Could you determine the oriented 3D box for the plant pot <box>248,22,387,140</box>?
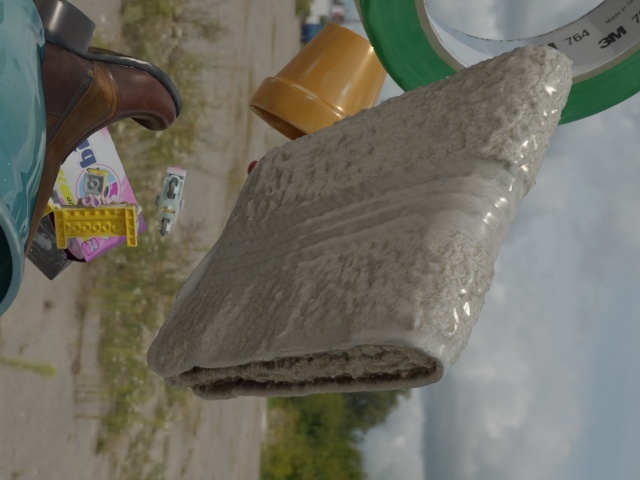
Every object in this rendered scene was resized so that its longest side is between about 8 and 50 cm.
[{"bbox_3d":[0.015,-0.249,1.648,0.188,0.205,0.205,-57,180,-2],"label":"plant pot"}]

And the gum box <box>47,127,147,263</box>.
[{"bbox_3d":[-0.330,-0.077,1.371,0.062,0.107,0.188,4,-60,48],"label":"gum box"}]

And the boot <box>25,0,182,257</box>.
[{"bbox_3d":[-0.269,-0.079,1.035,0.280,0.096,0.264,-71,159,-8],"label":"boot"}]

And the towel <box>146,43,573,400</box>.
[{"bbox_3d":[0.005,-0.002,0.548,0.282,0.049,0.187,-17,-140,54],"label":"towel"}]

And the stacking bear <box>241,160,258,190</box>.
[{"bbox_3d":[0.006,-0.030,1.255,0.289,0.164,0.175,23,-40,49],"label":"stacking bear"}]

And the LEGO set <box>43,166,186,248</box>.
[{"bbox_3d":[-0.307,-0.071,1.183,0.107,0.287,0.132,-104,-145,-74],"label":"LEGO set"}]

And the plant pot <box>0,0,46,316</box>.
[{"bbox_3d":[-0.334,-0.099,0.774,0.271,0.272,0.255,94,2,-48],"label":"plant pot"}]

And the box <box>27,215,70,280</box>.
[{"bbox_3d":[-0.412,-0.045,1.490,0.093,0.156,0.158,-48,-174,-38],"label":"box"}]

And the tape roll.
[{"bbox_3d":[0.180,-0.238,0.781,0.077,0.321,0.321,-106,-165,-47],"label":"tape roll"}]
